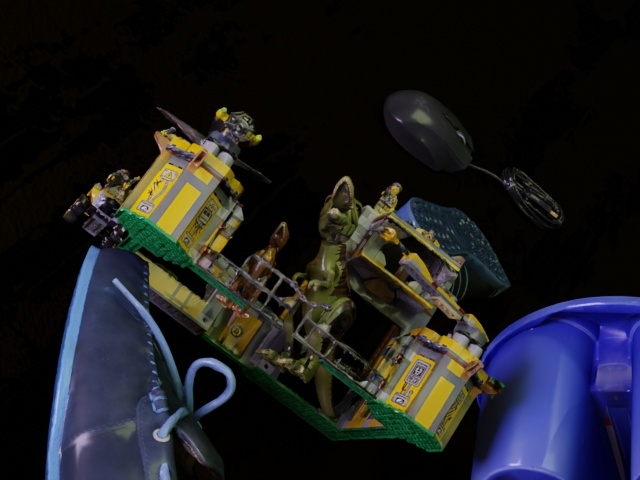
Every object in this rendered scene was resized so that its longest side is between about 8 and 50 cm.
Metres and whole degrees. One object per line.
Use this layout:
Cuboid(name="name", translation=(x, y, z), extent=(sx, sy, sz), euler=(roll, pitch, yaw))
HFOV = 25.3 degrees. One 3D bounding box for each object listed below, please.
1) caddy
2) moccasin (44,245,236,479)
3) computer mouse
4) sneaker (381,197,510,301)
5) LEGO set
Cuboid(name="caddy", translation=(0.249, 0.187, 1.115), extent=(0.179, 0.241, 0.341), euler=(-71, 148, -42))
Cuboid(name="moccasin", translation=(-0.118, 0.158, 0.915), extent=(0.116, 0.138, 0.342), euler=(5, 55, -10))
Cuboid(name="computer mouse", translation=(0.166, -0.085, 1.479), extent=(0.242, 0.041, 0.071), euler=(30, 40, -23))
Cuboid(name="sneaker", translation=(0.095, 0.021, 1.297), extent=(0.232, 0.090, 0.081), euler=(23, 38, -60))
Cuboid(name="LEGO set", translation=(0.000, 0.000, 1.061), extent=(0.331, 0.255, 0.192), euler=(35, 72, -2))
